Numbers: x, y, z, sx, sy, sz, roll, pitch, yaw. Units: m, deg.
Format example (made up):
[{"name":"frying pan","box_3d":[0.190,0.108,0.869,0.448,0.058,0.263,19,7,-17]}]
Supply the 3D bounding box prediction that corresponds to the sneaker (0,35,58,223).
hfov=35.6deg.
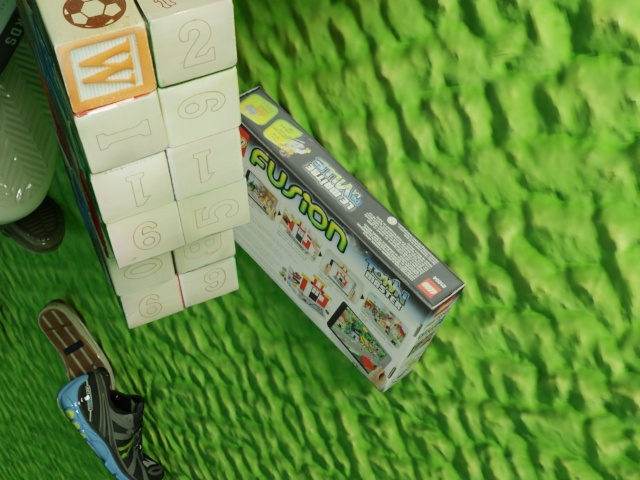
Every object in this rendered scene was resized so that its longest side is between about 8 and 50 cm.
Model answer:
[{"name":"sneaker","box_3d":[-0.361,-0.172,0.944,0.148,0.131,0.350,-23,88,53]}]

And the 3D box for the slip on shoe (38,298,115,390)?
[{"name":"slip on shoe","box_3d":[-0.277,0.127,1.144,0.135,0.051,0.041,60,-174,-16]}]

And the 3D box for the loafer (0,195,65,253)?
[{"name":"loafer","box_3d":[-0.313,-0.024,1.061,0.148,0.056,0.050,40,143,40]}]

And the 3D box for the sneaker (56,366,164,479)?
[{"name":"sneaker","box_3d":[-0.218,0.214,1.110,0.067,0.078,0.188,31,154,49]}]

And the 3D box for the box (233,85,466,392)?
[{"name":"box","box_3d":[0.000,0.000,0.707,0.207,0.036,0.114,45,143,17]}]

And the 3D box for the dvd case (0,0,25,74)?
[{"name":"dvd case","box_3d":[-0.287,-0.262,0.779,0.239,0.029,0.179,41,106,23]}]

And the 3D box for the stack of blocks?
[{"name":"stack of blocks","box_3d":[-0.115,-0.070,0.622,0.297,0.087,0.171,91,155,-52]}]
